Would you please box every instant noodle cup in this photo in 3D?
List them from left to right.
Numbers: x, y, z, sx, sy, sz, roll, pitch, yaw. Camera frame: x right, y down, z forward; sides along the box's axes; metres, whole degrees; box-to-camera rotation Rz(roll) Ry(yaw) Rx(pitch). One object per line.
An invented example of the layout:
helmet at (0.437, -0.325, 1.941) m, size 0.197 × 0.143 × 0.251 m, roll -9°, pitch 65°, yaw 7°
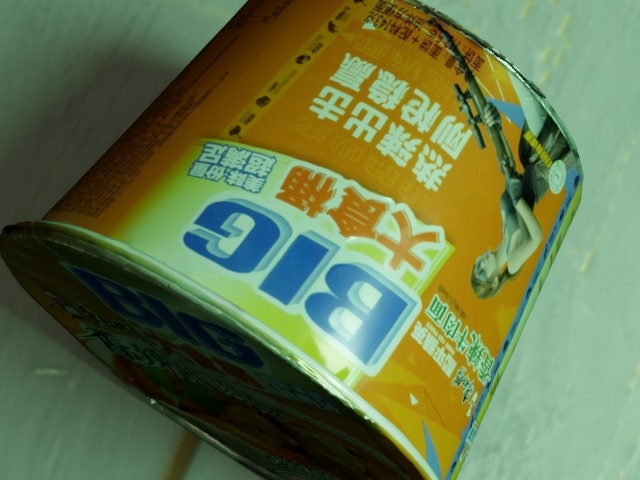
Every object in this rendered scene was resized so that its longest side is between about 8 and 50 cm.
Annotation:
instant noodle cup at (0.000, 0.000, 0.850) m, size 0.296 × 0.296 × 0.214 m, roll 32°, pitch 72°, yaw 5°
